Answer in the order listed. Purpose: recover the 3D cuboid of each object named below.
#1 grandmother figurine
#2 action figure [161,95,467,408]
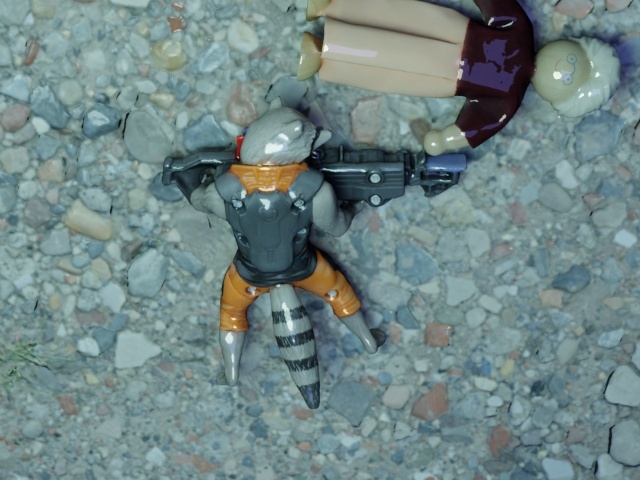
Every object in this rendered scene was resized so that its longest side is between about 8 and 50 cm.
[{"bbox_3d":[0.150,-0.192,1.495,0.342,0.104,0.208,8,105,0],"label":"grandmother figurine"},{"bbox_3d":[0.000,0.000,1.538,0.341,0.178,0.330,-8,119,5],"label":"action figure"}]
